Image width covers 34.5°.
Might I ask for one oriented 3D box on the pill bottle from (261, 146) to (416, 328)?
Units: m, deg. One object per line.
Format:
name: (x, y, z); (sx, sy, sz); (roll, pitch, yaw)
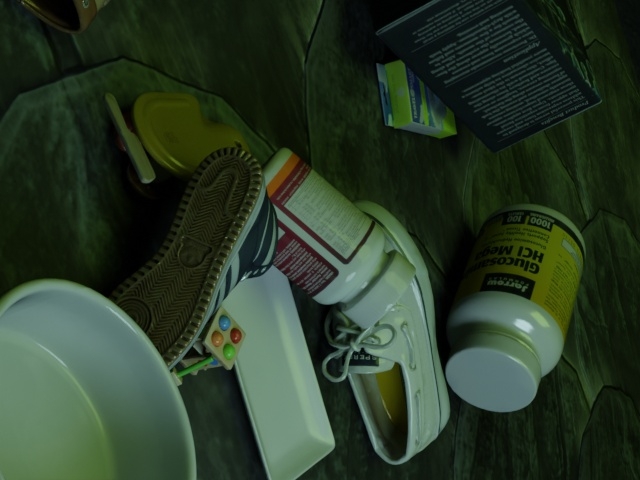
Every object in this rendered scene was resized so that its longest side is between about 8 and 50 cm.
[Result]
pill bottle: (0.000, 0.000, 1.245); (0.221, 0.121, 0.121); (41, 43, -7)

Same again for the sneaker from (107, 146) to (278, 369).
sneaker: (-0.134, 0.047, 1.101); (0.282, 0.099, 0.153); (-60, 167, -9)

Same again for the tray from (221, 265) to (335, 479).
tray: (-0.063, 0.154, 1.254); (0.145, 0.030, 0.270); (-23, 99, -55)

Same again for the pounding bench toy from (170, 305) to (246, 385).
pounding bench toy: (-0.128, 0.122, 1.137); (0.052, 0.065, 0.083); (53, 42, -32)

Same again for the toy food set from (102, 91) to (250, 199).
toy food set: (-0.171, -0.097, 1.155); (0.218, 0.071, 0.128); (-8, 63, -58)

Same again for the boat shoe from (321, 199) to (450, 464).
boat shoe: (0.066, 0.137, 1.374); (0.156, 0.136, 0.367); (-37, 120, -50)

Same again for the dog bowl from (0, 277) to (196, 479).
dog bowl: (-0.228, 0.171, 0.884); (0.265, 0.104, 0.265); (47, 29, -35)

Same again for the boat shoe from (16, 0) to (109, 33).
boat shoe: (-0.312, -0.315, 0.966); (0.324, 0.123, 0.119); (36, 55, -43)

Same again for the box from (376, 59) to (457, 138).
box: (0.160, -0.232, 1.689); (0.178, 0.042, 0.109); (3, 77, -56)

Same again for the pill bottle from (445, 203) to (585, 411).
pill bottle: (0.312, 0.107, 1.671); (0.188, 0.188, 0.334); (57, 38, -27)

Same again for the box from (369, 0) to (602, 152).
box: (0.258, -0.382, 1.680); (0.395, 0.212, 0.293); (34, 39, -46)
